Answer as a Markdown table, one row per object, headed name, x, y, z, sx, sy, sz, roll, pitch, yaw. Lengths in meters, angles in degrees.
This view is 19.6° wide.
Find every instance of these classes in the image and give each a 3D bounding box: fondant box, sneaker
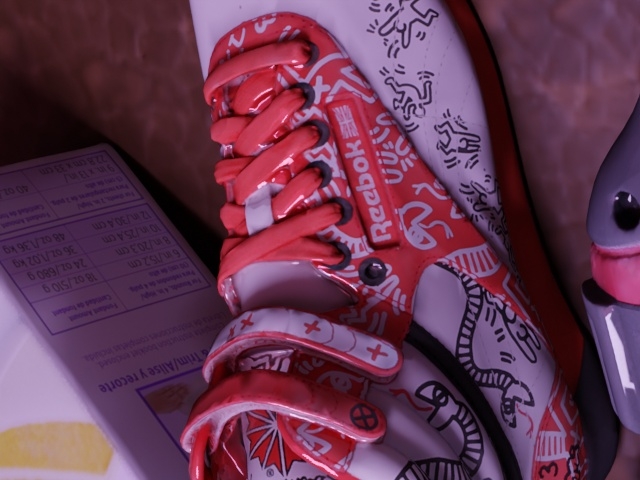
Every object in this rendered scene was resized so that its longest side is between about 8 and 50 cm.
| name | x | y | z | sx | sy | sz | roll | pitch | yaw |
| --- | --- | --- | --- | --- | --- | --- | --- | --- | --- |
| fondant box | -0.071 | 0.162 | 0.719 | 0.330 | 0.096 | 0.238 | 50 | 131 | 22 |
| sneaker | 0.001 | 0.000 | 0.606 | 0.090 | 0.145 | 0.270 | -18 | 102 | 39 |

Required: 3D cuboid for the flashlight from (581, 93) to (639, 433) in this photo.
| name | x | y | z | sx | sy | sz | roll | pitch | yaw |
| --- | --- | --- | --- | --- | --- | --- | --- | --- | --- |
| flashlight | 0.099 | -0.096 | 0.524 | 0.103 | 0.103 | 0.304 | 11 | 121 | 62 |
